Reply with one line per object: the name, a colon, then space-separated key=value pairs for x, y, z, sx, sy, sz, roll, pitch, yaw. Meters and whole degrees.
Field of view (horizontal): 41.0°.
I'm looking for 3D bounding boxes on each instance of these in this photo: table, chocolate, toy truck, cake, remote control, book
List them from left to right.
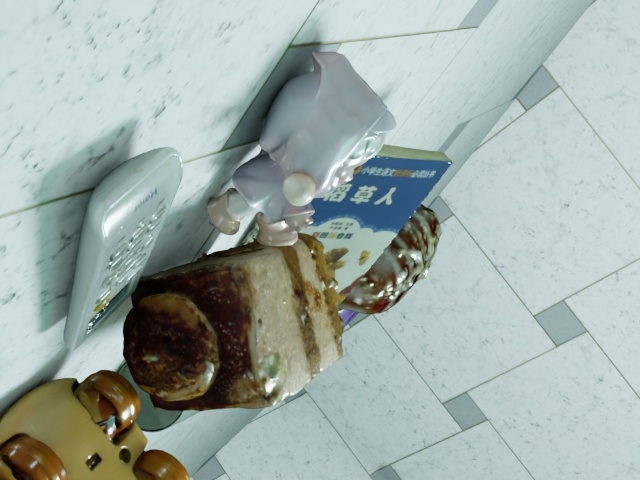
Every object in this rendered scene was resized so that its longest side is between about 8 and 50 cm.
toy truck: x=-0.312 y=0.320 z=1.090 sx=0.212 sy=0.288 sz=0.204 roll=-23 pitch=-165 yaw=40
remote control: x=-0.215 y=0.012 z=0.868 sx=0.109 sy=0.055 sz=0.313 roll=-50 pitch=178 yaw=-34
table: x=-0.242 y=0.239 z=1.439 sx=0.126 sy=0.126 sz=0.220 roll=-49 pitch=171 yaw=7
cake: x=-0.115 y=0.106 z=1.112 sx=0.199 sy=0.196 sz=0.293 roll=-8 pitch=-176 yaw=24
book: x=0.000 y=0.000 z=1.447 sx=0.300 sy=0.039 sz=0.428 roll=1 pitch=137 yaw=-40
chocolate: x=0.123 y=0.020 z=1.756 sx=0.340 sy=0.210 sz=0.225 roll=-47 pitch=159 yaw=-46

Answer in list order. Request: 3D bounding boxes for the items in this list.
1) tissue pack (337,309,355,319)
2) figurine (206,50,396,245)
tissue pack: x=0.035 y=0.104 z=2.042 sx=0.242 sy=0.160 sz=0.338 roll=-45 pitch=171 yaw=-17
figurine: x=-0.026 y=-0.099 z=1.026 sx=0.276 sy=0.133 sz=0.200 roll=-48 pitch=-176 yaw=33
